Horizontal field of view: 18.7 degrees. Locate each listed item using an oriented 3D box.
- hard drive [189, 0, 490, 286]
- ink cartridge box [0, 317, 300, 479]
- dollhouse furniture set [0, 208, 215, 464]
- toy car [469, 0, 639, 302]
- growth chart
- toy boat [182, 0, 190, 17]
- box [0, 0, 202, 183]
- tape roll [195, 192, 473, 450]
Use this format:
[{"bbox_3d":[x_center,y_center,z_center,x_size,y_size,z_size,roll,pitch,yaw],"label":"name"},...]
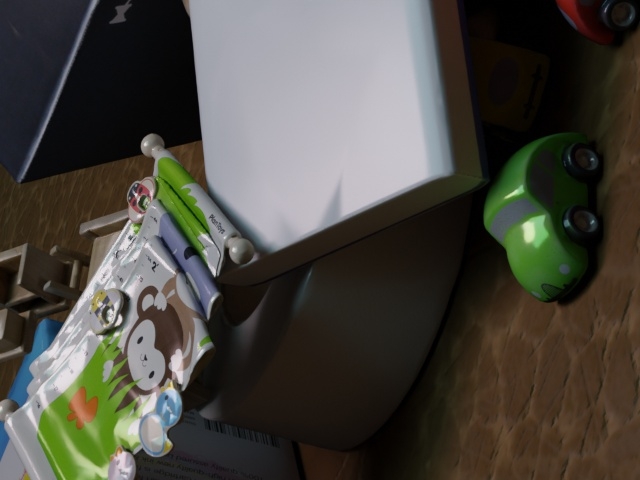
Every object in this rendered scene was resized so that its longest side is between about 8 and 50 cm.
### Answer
[{"bbox_3d":[-0.002,-0.154,1.201,0.210,0.040,0.318,-24,65,43],"label":"hard drive"},{"bbox_3d":[-0.135,0.228,1.399,0.270,0.198,0.197,-105,36,-57],"label":"ink cartridge box"},{"bbox_3d":[-0.160,0.094,1.349,0.161,0.101,0.182,-16,55,37],"label":"dollhouse furniture set"},{"bbox_3d":[0.125,-0.073,1.125,0.239,0.053,0.225,132,148,-53],"label":"toy car"},{"bbox_3d":[-0.123,0.067,1.226,0.172,0.021,0.237,40,102,48],"label":"growth chart"},{"bbox_3d":[-0.005,-0.230,1.344,0.231,0.151,0.151,-18,91,35],"label":"toy boat"},{"bbox_3d":[-0.223,-0.272,1.635,0.395,0.293,0.212,46,128,24],"label":"box"},{"bbox_3d":[0.000,0.000,1.350,0.286,0.100,0.286,-165,90,-71],"label":"tape roll"}]
